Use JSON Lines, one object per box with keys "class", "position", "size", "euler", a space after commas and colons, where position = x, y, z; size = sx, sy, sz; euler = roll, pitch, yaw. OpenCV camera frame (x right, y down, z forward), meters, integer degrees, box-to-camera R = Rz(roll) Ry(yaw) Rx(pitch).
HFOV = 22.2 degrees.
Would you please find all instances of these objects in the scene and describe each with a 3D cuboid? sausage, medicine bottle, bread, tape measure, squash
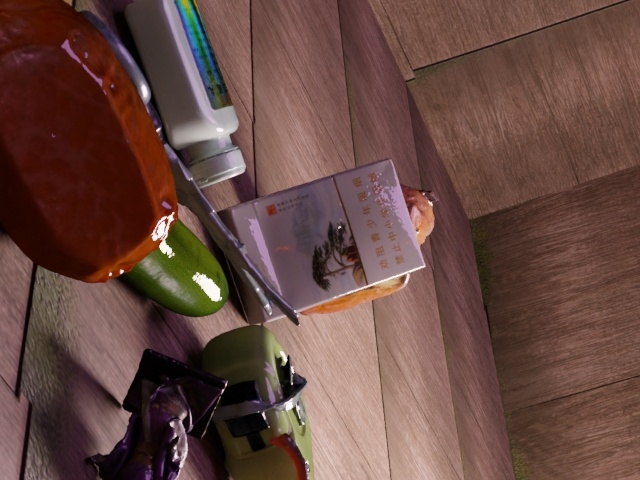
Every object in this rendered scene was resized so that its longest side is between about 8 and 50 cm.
{"class": "sausage", "position": [-0.219, -0.087, 1.348], "size": [0.141, 0.153, 0.268], "euler": [37, -24, 58]}
{"class": "medicine bottle", "position": [-0.155, -0.178, 1.922], "size": [0.121, 0.083, 0.228], "euler": [-34, 104, -76]}
{"class": "bread", "position": [0.038, 0.000, 2.187], "size": [0.190, 0.244, 0.123], "euler": [59, 27, -21]}
{"class": "tape measure", "position": [-0.062, 0.178, 1.753], "size": [0.200, 0.106, 0.175], "euler": [-89, 160, -62]}
{"class": "squash", "position": [-0.173, -0.002, 1.594], "size": [0.292, 0.082, 0.082], "euler": [51, 24, -54]}

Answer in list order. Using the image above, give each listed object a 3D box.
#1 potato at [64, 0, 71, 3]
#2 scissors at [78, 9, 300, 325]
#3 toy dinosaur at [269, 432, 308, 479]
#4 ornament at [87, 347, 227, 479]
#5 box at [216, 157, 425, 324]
{"class": "potato", "position": [-0.268, -0.259, 1.403], "size": [0.203, 0.178, 0.158], "euler": [93, 5, -61]}
{"class": "scissors", "position": [-0.140, -0.064, 1.535], "size": [0.383, 0.029, 0.256], "euler": [53, -15, -23]}
{"class": "toy dinosaur", "position": [-0.050, 0.333, 1.601], "size": [0.055, 0.101, 0.279], "euler": [30, 53, -87]}
{"class": "ornament", "position": [-0.159, 0.188, 1.417], "size": [0.203, 0.081, 0.088], "euler": [-63, 178, -52]}
{"class": "box", "position": [-0.001, 0.001, 2.015], "size": [0.067, 0.233, 0.149], "euler": [-20, -92, 67]}
